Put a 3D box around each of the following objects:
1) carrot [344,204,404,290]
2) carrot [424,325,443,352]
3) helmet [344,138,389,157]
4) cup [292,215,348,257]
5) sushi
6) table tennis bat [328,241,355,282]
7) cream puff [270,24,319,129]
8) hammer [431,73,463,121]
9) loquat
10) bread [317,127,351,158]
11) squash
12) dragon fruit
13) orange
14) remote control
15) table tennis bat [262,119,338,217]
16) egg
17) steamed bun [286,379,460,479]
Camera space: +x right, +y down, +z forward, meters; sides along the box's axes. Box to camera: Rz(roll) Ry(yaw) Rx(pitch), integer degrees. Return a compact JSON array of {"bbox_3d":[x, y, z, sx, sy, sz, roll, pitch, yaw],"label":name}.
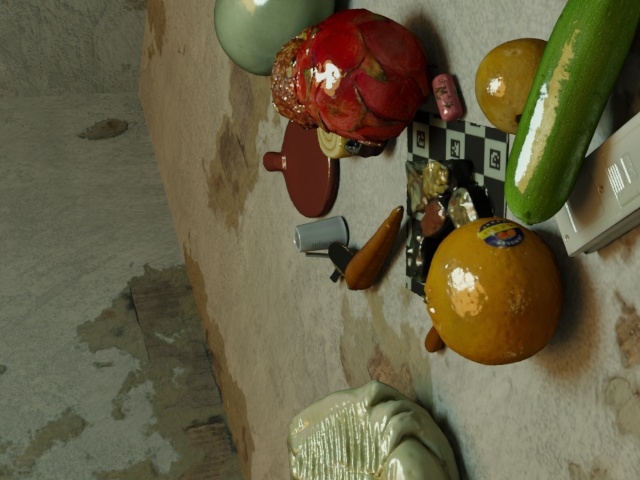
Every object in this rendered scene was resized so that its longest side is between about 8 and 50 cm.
[{"bbox_3d":[0.114,0.023,1.826,0.336,0.069,0.069,121,138,-56],"label":"carrot"},{"bbox_3d":[0.216,0.164,1.643,0.142,0.035,0.035,103,152,-48],"label":"carrot"},{"bbox_3d":[0.100,-0.218,1.779,0.098,0.070,0.123,-18,54,59],"label":"helmet"},{"bbox_3d":[0.000,0.000,2.054,0.074,0.116,0.104,-118,23,-47],"label":"cup"},{"bbox_3d":[0.204,-0.035,1.583,0.343,0.064,0.359,-148,54,-64],"label":"sushi"},{"bbox_3d":[0.047,0.056,2.030,0.095,0.014,0.158,46,154,10],"label":"table tennis bat"},{"bbox_3d":[-0.005,-0.335,1.804,0.240,0.164,0.240,-37,35,32],"label":"cream puff"},{"bbox_3d":[0.215,-0.242,1.524,0.043,0.043,0.083,129,132,-62],"label":"hammer"},{"bbox_3d":[0.280,-0.210,1.242,0.141,0.141,0.141,173,90,-69],"label":"loquat"},{"bbox_3d":[0.046,-0.251,1.922,0.122,0.073,0.149,4,102,63],"label":"bread"},{"bbox_3d":[0.318,-0.196,1.124,0.101,0.101,0.378,48,124,56],"label":"squash"},{"bbox_3d":[0.073,-0.289,1.596,0.252,0.241,0.241,51,145,26],"label":"dragon fruit"},{"bbox_3d":[0.254,0.075,1.328,0.219,0.193,0.219,60,165,28],"label":"orange"},{"bbox_3d":[0.384,-0.076,1.121,0.277,0.056,0.102,127,133,-62],"label":"remote control"},{"bbox_3d":[-0.052,-0.192,2.216,0.415,0.051,0.268,-168,74,-66],"label":"table tennis bat"},{"bbox_3d":[-0.101,-0.502,1.961,0.352,0.259,0.258,146,115,-67],"label":"egg"},{"bbox_3d":[0.107,0.460,1.732,0.352,0.247,0.339,-29,51,29],"label":"steamed bun"}]
